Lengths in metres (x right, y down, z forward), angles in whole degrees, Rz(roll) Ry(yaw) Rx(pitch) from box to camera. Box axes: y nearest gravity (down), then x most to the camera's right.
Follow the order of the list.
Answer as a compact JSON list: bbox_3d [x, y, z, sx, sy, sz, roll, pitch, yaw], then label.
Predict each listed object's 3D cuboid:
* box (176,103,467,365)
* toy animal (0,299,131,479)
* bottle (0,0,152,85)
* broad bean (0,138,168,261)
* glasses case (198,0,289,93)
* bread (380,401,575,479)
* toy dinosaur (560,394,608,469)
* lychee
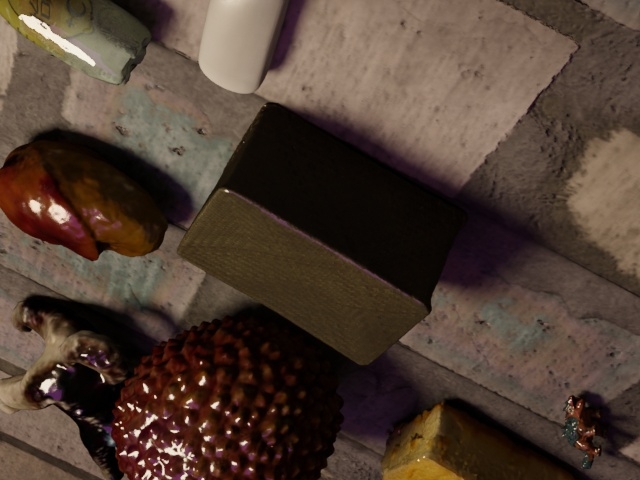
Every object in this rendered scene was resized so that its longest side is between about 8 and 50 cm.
[{"bbox_3d":[0.001,-0.002,1.439,0.273,0.143,0.184,30,146,-6],"label":"box"},{"bbox_3d":[-0.316,0.242,1.932,0.344,0.194,0.302,39,150,-30],"label":"toy animal"},{"bbox_3d":[-0.308,-0.262,1.333,0.269,0.083,0.083,33,146,-4],"label":"bottle"},{"bbox_3d":[-0.306,-0.043,1.595,0.228,0.122,0.156,28,144,1],"label":"broad bean"},{"bbox_3d":[-0.078,-0.219,1.272,0.074,0.049,0.193,24,146,1],"label":"glasses case"},{"bbox_3d":[0.233,0.351,1.808,0.274,0.114,0.185,33,149,-10],"label":"bread"},{"bbox_3d":[0.345,0.254,1.653,0.055,0.049,0.154,4,136,24],"label":"toy dinosaur"},{"bbox_3d":[-0.129,0.254,1.731,0.306,0.306,0.330,33,111,-13],"label":"lychee"}]
